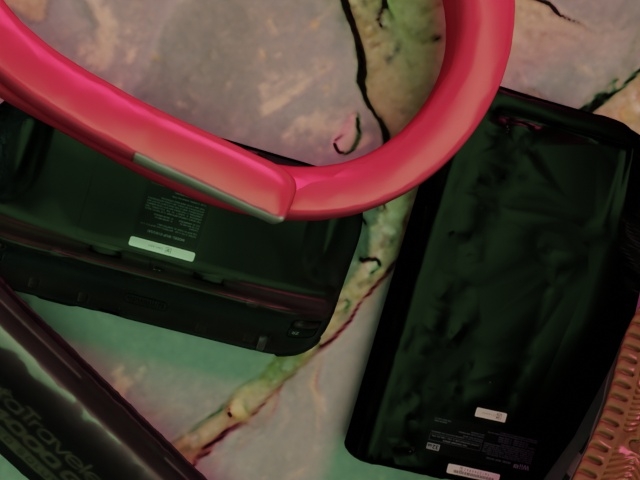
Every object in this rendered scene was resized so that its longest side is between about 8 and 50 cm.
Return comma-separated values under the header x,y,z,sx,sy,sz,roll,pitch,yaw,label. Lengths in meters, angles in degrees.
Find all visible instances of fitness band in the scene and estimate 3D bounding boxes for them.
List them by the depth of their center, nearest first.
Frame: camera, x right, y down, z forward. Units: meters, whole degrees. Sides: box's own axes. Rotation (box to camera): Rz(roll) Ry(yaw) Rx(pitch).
x,y,z,sx,sy,sz,roll,pitch,yaw,label
-0.046,-0.129,0.629,0.291,0.054,0.209,27,80,-9,fitness band

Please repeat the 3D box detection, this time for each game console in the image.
x,y,z,sx,sy,sz,roll,pitch,yaw,label
0.000,0.000,0.690,0.361,0.044,0.213,15,95,-14,game console

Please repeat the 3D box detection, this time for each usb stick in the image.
x,y,z,sx,sy,sz,roll,pitch,yaw,label
-0.144,0.080,0.662,0.077,0.045,0.278,-33,109,30,usb stick

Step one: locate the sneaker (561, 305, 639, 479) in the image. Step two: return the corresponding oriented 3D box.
x,y,z,sx,sy,sz,roll,pitch,yaw,label
0.177,0.136,0.708,0.099,0.153,0.282,28,52,16,sneaker
